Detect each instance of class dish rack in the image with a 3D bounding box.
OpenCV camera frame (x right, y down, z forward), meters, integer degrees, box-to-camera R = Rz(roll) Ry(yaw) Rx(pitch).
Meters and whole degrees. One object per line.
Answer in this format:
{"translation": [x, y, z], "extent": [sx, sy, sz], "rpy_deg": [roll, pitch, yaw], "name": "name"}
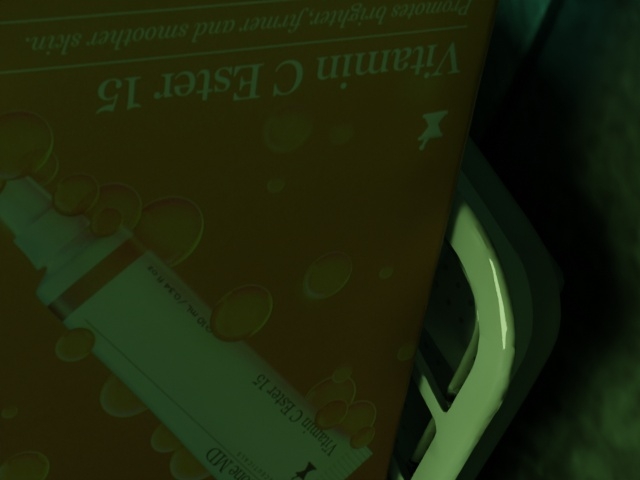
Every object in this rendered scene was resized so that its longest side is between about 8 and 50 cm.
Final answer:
{"translation": [0.000, 0.000, 0.704], "extent": [0.332, 0.072, 0.285], "rpy_deg": [58, 146, 32], "name": "dish rack"}

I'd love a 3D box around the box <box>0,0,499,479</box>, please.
{"translation": [-0.083, -0.013, 0.553], "extent": [0.168, 0.215, 0.345], "rpy_deg": [47, 138, 44], "name": "box"}
